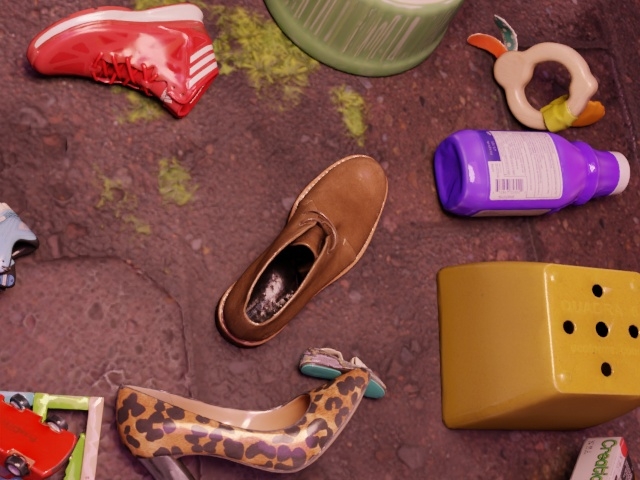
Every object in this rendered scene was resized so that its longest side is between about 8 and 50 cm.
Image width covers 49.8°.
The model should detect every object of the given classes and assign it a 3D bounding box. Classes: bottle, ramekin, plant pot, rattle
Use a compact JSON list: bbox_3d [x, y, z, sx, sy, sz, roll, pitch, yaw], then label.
[{"bbox_3d":[0.303,-0.095,0.975,0.283,0.092,0.118,-3,76,-20],"label":"bottle"},{"bbox_3d":[0.075,-0.396,0.951,0.303,0.148,0.303,5,73,-18],"label":"ramekin"},{"bbox_3d":[0.285,0.125,0.853,0.212,0.187,0.212,6,73,-18],"label":"plant pot"},{"bbox_3d":[0.335,-0.258,1.050,0.143,0.130,0.200,-27,58,-35],"label":"rattle"}]

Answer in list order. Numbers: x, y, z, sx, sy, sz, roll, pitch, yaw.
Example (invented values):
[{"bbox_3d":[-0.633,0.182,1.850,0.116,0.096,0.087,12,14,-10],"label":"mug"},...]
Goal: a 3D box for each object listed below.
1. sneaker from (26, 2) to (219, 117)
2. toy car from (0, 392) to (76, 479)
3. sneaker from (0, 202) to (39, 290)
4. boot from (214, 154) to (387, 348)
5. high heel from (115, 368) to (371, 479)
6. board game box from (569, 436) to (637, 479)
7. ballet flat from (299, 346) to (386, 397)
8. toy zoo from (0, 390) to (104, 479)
[{"bbox_3d":[-0.222,-0.205,0.826,0.221,0.087,0.128,-21,81,-22],"label":"sneaker"},{"bbox_3d":[-0.355,0.135,0.661,0.239,0.053,0.225,6,40,-19],"label":"toy car"},{"bbox_3d":[-0.348,0.027,0.701,0.073,0.063,0.162,36,44,-6],"label":"sneaker"},{"bbox_3d":[0.000,0.000,0.829,0.112,0.115,0.305,40,65,-3],"label":"boot"},{"bbox_3d":[-0.082,0.173,0.756,0.261,0.093,0.186,-36,95,-16],"label":"high heel"},{"bbox_3d":[0.313,0.386,0.764,0.305,0.053,0.193,-34,106,-52],"label":"board game box"},{"bbox_3d":[0.030,0.155,0.837,0.114,0.041,0.041,22,69,-14],"label":"ballet flat"},{"bbox_3d":[-0.373,0.241,0.671,0.293,0.030,0.192,7,73,-17],"label":"toy zoo"}]
